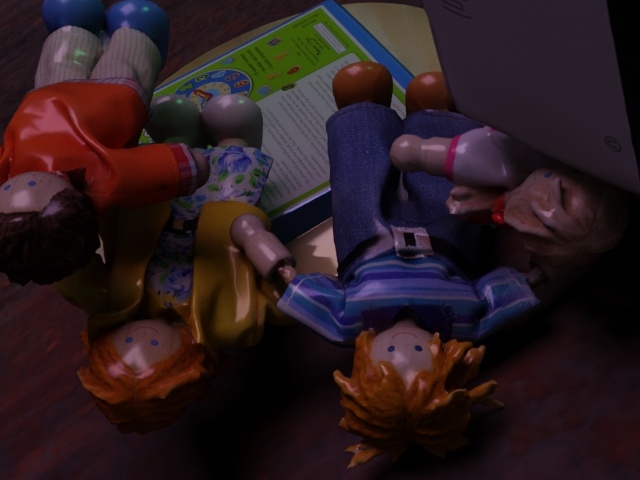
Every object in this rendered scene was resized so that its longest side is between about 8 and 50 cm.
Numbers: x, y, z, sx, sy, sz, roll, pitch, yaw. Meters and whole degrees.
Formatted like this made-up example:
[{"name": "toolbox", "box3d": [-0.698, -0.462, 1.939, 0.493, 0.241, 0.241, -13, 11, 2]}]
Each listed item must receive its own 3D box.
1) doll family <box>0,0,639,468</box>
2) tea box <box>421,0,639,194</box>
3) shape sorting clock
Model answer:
[{"name": "doll family", "box3d": [0.000, 0.000, 0.476, 0.263, 0.118, 0.163, -2, 42, 6]}, {"name": "tea box", "box3d": [0.171, -0.153, 0.249, 0.220, 0.329, 0.324, -43, 46, -20]}, {"name": "shape sorting clock", "box3d": [-0.021, -0.038, 0.611, 0.206, 0.040, 0.206, -14, 39, 12]}]
